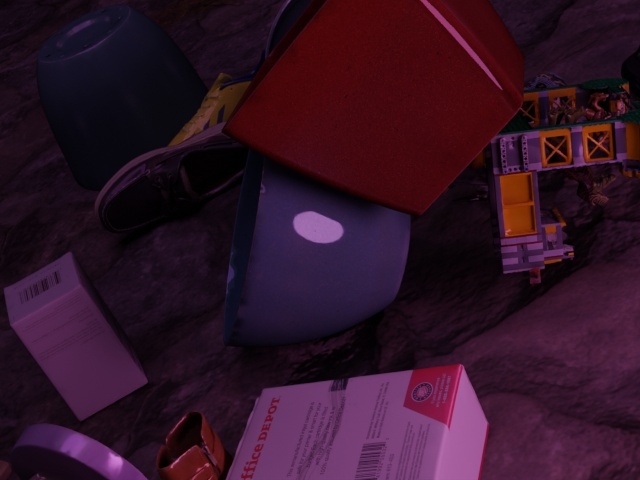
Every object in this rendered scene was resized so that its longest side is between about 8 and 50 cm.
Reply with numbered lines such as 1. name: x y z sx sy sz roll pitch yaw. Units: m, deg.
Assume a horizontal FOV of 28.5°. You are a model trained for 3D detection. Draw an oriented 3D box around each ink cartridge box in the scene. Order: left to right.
1. ink cartridge box: 0.037 0.231 1.290 0.237 0.100 0.172 -11 35 24

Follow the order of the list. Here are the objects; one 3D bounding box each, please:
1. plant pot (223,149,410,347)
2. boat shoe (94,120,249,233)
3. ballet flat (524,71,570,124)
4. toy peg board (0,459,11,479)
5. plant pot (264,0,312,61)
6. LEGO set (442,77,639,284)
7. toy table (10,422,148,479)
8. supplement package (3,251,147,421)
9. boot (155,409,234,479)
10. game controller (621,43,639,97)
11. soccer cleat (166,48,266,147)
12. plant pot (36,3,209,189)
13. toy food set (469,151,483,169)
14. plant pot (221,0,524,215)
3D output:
1. plant pot: 0.000 0.000 1.542 0.195 0.290 0.290 10 32 -8
2. boat shoe: -0.221 -0.096 1.982 0.285 0.103 0.092 -28 25 -12
3. ballet flat: 0.266 -0.172 1.756 0.188 0.070 0.070 -33 31 -2
4. toy peg board: -0.483 0.344 1.570 0.160 0.079 0.161 9 45 23
5. plant pot: 0.049 -0.239 1.848 0.293 0.293 0.196 -34 5 -10
6. LEGO set: 0.296 -0.069 1.510 0.254 0.192 0.331 -9 17 -5
7. toy table: -0.273 0.313 1.304 0.252 0.274 0.161 23 61 12
8. supplement package: -0.320 0.126 1.647 0.105 0.179 0.105 -30 31 -4
9. boot: -0.132 0.286 1.283 0.072 0.152 0.197 -9 35 15
10. game controller: 0.516 -0.195 1.610 0.166 0.067 0.319 -15 31 -7
11. soccer cleat: -0.169 -0.211 2.088 0.289 0.121 0.093 -38 33 -17
12. plant pot: -0.362 -0.270 2.218 0.293 0.235 0.293 -20 31 13
13. toy food set: 0.110 -0.108 1.689 0.232 0.105 0.111 -29 -14 -1
14. plant pot: 0.083 -0.188 1.409 0.267 0.235 0.267 -48 10 26
